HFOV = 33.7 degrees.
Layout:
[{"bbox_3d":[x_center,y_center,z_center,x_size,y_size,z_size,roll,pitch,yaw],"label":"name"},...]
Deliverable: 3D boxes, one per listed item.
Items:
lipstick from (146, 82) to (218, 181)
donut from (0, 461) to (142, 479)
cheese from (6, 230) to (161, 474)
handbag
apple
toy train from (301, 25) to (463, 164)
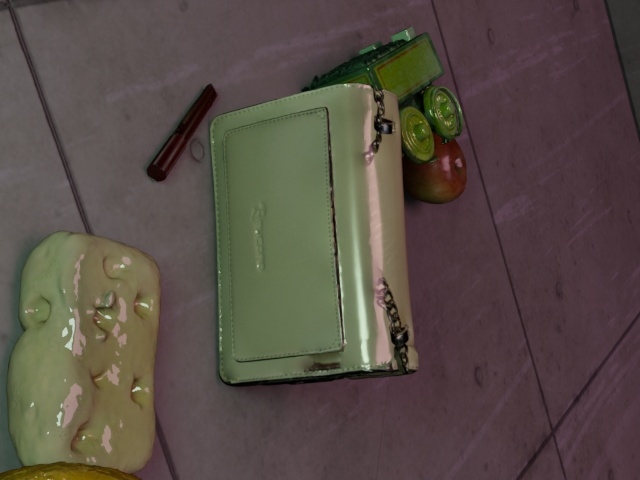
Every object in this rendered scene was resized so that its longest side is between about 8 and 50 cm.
[{"bbox_3d":[-0.169,-0.138,1.323,0.027,0.027,0.176,57,39,-29],"label":"lipstick"},{"bbox_3d":[-0.235,0.315,0.949,0.253,0.118,0.253,5,73,-17],"label":"donut"},{"bbox_3d":[-0.238,0.124,1.095,0.159,0.093,0.263,23,64,-49],"label":"cheese"},{"bbox_3d":[0.000,0.000,1.341,0.160,0.237,0.358,10,73,-52],"label":"handbag"},{"bbox_3d":[0.185,-0.121,1.754,0.126,0.102,0.126,-8,90,-66],"label":"apple"},{"bbox_3d":[0.102,-0.204,1.616,0.272,0.159,0.188,-38,106,-52],"label":"toy train"}]
